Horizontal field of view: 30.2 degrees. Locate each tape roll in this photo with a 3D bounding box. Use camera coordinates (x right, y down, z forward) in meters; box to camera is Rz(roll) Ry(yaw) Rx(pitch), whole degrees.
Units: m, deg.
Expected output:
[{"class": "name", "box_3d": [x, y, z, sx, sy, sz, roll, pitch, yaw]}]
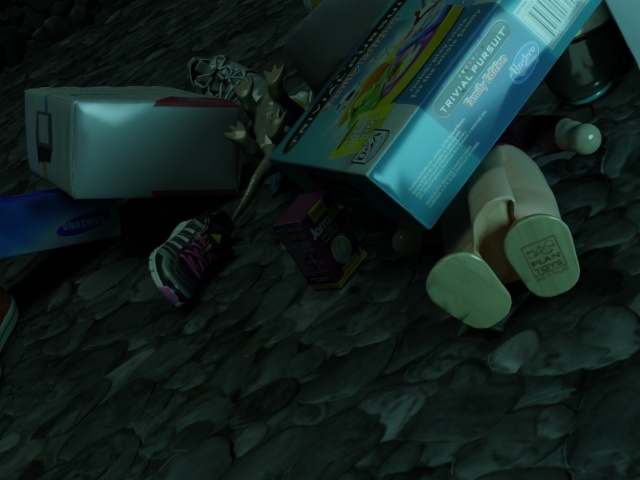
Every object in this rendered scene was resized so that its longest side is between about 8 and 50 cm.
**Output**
[{"class": "tape roll", "box_3d": [0.063, -0.271, 1.477, 0.219, 0.072, 0.219, -35, -4, -3]}]

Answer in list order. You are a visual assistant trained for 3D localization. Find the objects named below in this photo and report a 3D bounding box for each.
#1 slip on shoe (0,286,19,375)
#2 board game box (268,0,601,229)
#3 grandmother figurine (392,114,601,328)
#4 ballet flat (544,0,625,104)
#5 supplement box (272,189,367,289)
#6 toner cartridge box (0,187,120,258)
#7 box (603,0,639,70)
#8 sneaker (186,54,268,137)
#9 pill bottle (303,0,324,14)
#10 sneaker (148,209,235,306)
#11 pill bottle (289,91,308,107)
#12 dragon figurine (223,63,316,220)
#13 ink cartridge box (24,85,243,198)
[{"class": "slip on shoe", "box_3d": [-0.453, 0.129, 1.460, 0.123, 0.101, 0.331, -27, 23, 9]}, {"class": "board game box", "box_3d": [0.091, -0.147, 1.136, 0.253, 0.079, 0.336, -53, 17, -5]}, {"class": "grandmother figurine", "box_3d": [0.153, -0.059, 1.080, 0.208, 0.104, 0.342, -19, 27, 8]}, {"class": "ballet flat", "box_3d": [0.285, -0.251, 1.304, 0.095, 0.096, 0.280, -18, 26, 30]}, {"class": "supplement box", "box_3d": [0.000, 0.000, 1.167, 0.043, 0.083, 0.055, -7, 34, 46]}, {"class": "toner cartridge box", "box_3d": [-0.464, -0.013, 1.603, 0.348, 0.075, 0.165, -12, 10, -35]}, {"class": "box", "box_3d": [0.363, -0.351, 1.180, 0.215, 0.168, 0.345, -23, 44, 21]}, {"class": "sneaker", "box_3d": [-0.138, -0.212, 1.722, 0.105, 0.115, 0.281, -50, 21, -7]}, {"class": "pill bottle", "box_3d": [0.054, -0.380, 1.841, 0.119, 0.119, 0.208, -37, 22, -11]}, {"class": "sneaker", "box_3d": [-0.140, 0.012, 1.348, 0.075, 0.063, 0.170, -30, 17, 22]}, {"class": "pill bottle", "box_3d": [-0.041, -0.169, 1.623, 0.043, 0.043, 0.083, -9, 31, 43]}, {"class": "dragon figurine", "box_3d": [-0.044, -0.114, 1.456, 0.085, 0.144, 0.289, -22, 44, 19]}, {"class": "ink cartridge box", "box_3d": [-0.261, -0.139, 1.613, 0.226, 0.131, 0.306, -3, 10, -23]}]
